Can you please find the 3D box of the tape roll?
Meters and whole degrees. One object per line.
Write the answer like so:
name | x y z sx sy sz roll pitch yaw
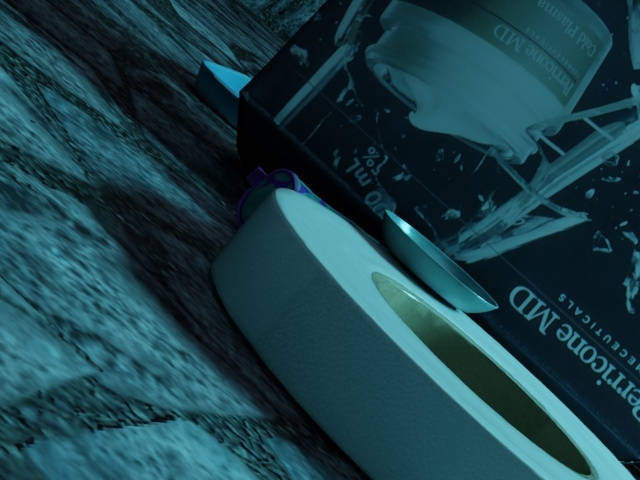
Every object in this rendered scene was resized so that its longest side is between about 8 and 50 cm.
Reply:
tape roll | 0.091 0.113 1.005 0.392 0.072 0.392 40 7 -6

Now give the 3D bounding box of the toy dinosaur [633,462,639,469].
toy dinosaur | 0.519 0.277 1.735 0.160 0.313 0.121 63 26 -24

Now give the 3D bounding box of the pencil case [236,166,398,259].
pencil case | 0.000 0.000 1.211 0.152 0.064 0.070 36 27 -41

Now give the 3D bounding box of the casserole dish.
casserole dish | -0.086 -0.160 1.747 0.114 0.037 0.188 42 11 17

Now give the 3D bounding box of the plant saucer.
plant saucer | 0.090 0.022 1.170 0.119 0.021 0.119 40 7 -6

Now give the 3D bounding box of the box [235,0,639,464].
box | 0.248 -0.118 1.401 0.480 0.472 0.297 42 -7 3
